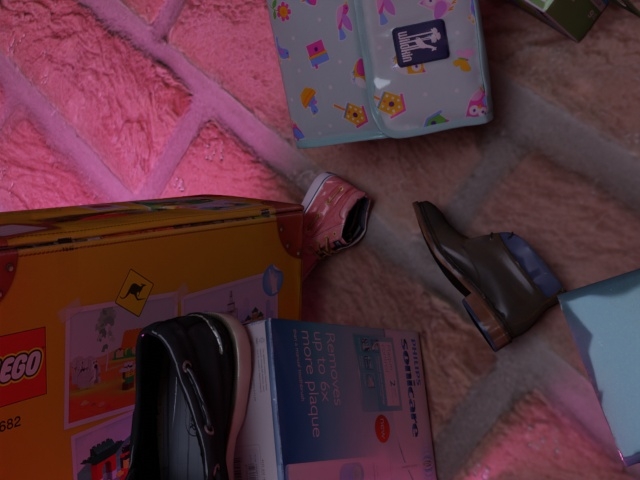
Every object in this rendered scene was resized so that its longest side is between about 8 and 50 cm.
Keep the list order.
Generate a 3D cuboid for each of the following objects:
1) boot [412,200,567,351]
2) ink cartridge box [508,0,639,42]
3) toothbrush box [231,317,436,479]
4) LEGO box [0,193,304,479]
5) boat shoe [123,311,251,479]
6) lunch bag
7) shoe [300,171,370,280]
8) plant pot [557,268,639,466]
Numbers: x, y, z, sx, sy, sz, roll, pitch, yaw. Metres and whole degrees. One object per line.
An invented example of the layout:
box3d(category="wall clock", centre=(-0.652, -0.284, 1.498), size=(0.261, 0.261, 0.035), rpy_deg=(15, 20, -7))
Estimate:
box3d(category="boot", centre=(0.196, 0.019, 1.014), size=(0.106, 0.082, 0.219), rpy_deg=(-31, 59, 4))
box3d(category="ink cartridge box", centre=(0.260, -0.291, 0.982), size=(0.209, 0.109, 0.062), rpy_deg=(44, 108, 32))
box3d(category="toothbrush box", centre=(0.000, 0.211, 0.968), size=(0.126, 0.296, 0.216), rpy_deg=(-15, 72, 34))
box3d(category="LEGO box", centre=(-0.243, 0.150, 0.987), size=(0.193, 0.500, 0.372), rpy_deg=(8, 100, 35))
box3d(category="boat shoe", centre=(-0.141, 0.235, 0.812), size=(0.127, 0.113, 0.340), rpy_deg=(4, 85, 38))
box3d(category="lunch bag", centre=(0.080, -0.236, 1.040), size=(0.262, 0.160, 0.223), rpy_deg=(1, 108, 39))
box3d(category="shoe", centre=(0.000, 0.000, 1.148), size=(0.081, 0.063, 0.178), rpy_deg=(30, 97, 39))
box3d(category="plant pot", centre=(0.380, 0.093, 0.803), size=(0.234, 0.165, 0.165), rpy_deg=(-26, 67, 21))
